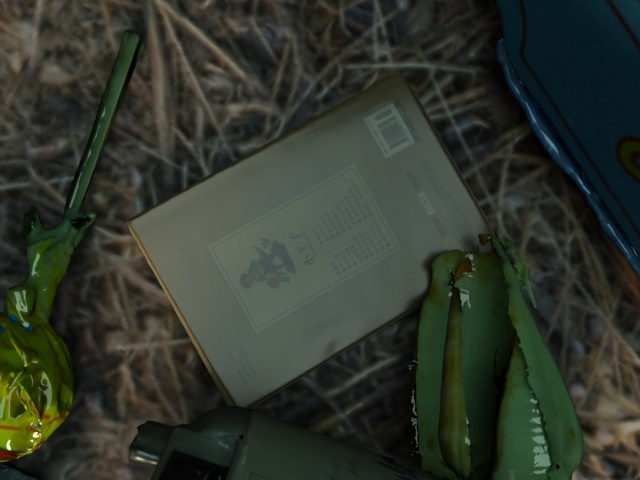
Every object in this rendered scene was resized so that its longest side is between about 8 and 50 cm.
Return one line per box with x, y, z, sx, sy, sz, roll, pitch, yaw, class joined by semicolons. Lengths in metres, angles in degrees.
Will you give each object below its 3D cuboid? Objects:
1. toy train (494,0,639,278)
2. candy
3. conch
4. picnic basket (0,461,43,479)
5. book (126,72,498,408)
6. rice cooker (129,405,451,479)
0.250;-0.085;0.484;0.188;0.265;0.300;-34;90;-18;toy train
-0.151;-0.003;0.529;0.077;0.073;0.262;16;78;4;candy
0.094;0.084;0.546;0.105;0.079;0.170;-11;83;-18;conch
-0.185;0.166;0.510;0.083;0.065;0.083;26;67;-5;picnic basket
0.000;0.000;0.568;0.198;0.016;0.138;-29;91;-9;book
0.018;0.229;0.436;0.316;0.264;0.317;3;116;7;rice cooker
